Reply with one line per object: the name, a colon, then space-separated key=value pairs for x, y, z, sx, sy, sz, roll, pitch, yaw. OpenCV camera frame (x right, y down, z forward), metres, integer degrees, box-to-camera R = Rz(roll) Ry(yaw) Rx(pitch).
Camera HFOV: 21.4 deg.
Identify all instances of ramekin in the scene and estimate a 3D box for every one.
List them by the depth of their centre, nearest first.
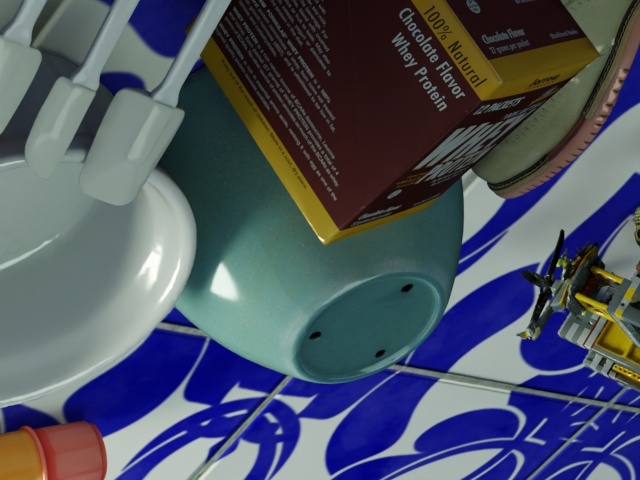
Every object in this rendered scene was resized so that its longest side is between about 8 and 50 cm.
ramekin: x=-0.242 y=-0.010 z=1.246 sx=0.277 sy=0.135 sz=0.277 roll=-18 pitch=143 yaw=-14

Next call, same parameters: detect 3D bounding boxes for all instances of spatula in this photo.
spatula: x=-0.128 y=-0.141 z=1.082 sx=0.168 sy=0.019 sz=0.242 roll=20 pitch=107 yaw=-37

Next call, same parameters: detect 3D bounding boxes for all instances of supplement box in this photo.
supplement box: x=0.047 y=-0.137 z=1.179 sx=0.129 sy=0.191 sz=0.194 roll=-19 pitch=161 yaw=-49

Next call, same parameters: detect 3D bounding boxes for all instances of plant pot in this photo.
plant pot: x=0.000 y=0.000 z=1.371 sx=0.290 sy=0.195 sz=0.290 roll=-18 pitch=144 yaw=-14

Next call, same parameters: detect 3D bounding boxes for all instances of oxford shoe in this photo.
oxford shoe: x=0.190 y=-0.190 z=1.355 sx=0.146 sy=0.140 sz=0.397 roll=19 pitch=135 yaw=-9

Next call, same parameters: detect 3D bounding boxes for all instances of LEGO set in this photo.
LEGO set: x=0.330 y=0.026 z=1.695 sx=0.331 sy=0.192 sz=0.255 roll=31 pitch=86 yaw=-54

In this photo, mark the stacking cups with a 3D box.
stacking cups: x=-0.344 y=0.225 z=1.507 sx=0.316 sy=0.096 sz=0.096 roll=-5 pitch=139 yaw=-30
